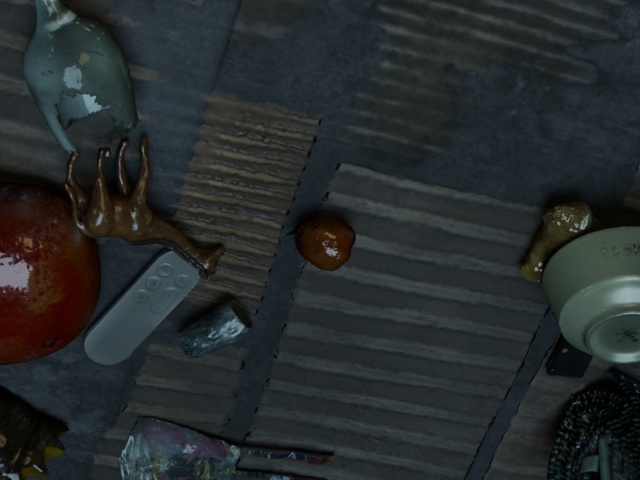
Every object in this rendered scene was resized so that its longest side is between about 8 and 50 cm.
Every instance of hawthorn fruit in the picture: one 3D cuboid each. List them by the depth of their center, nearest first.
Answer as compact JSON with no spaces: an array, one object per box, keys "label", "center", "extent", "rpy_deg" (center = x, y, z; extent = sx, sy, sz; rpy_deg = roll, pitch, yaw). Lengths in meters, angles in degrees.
[{"label":"hawthorn fruit","center":[0.000,0.000,1.857],"extent":[0.093,0.081,0.081],"rpy_deg":[20,118,-18]}]

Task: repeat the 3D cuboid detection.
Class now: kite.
[{"label":"kite","center":[-0.159,0.386,2.116],"extent":[0.360,0.022,0.204],"rpy_deg":[5,122,-9]}]

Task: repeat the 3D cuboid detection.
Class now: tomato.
[{"label":"tomato","center":[-0.471,0.071,1.784],"extent":[0.338,0.144,0.338],"rpy_deg":[-6,130,-7]}]

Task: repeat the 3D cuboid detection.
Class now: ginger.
[{"label":"ginger","center":[0.369,0.002,1.915],"extent":[0.096,0.067,0.165],"rpy_deg":[7,136,-17]}]

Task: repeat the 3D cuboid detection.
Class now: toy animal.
[{"label":"toy animal","center":[-0.246,-0.035,1.800],"extent":[0.224,0.066,0.230],"rpy_deg":[-17,107,-31]}]

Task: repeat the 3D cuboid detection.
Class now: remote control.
[{"label":"remote control","center":[-0.270,0.100,1.918],"extent":[0.077,0.022,0.245],"rpy_deg":[36,111,-23]}]

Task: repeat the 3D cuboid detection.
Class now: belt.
[{"label":"belt","center":[0.491,0.385,2.061],"extent":[0.206,0.295,0.160],"rpy_deg":[-30,130,31]}]

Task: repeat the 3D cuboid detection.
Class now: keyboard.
[{"label":"keyboard","center":[0.432,0.127,2.026],"extent":[0.072,0.023,0.231],"rpy_deg":[7,122,-20]}]

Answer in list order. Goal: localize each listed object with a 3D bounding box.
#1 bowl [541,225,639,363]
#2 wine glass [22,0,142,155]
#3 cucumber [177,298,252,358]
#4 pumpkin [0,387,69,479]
[{"label":"bowl","center":[0.451,0.097,1.876],"extent":[0.237,0.126,0.238],"rpy_deg":[2,139,2]},{"label":"wine glass","center":[-0.333,-0.268,1.611],"extent":[0.143,0.143,0.321],"rpy_deg":[-17,124,4]},{"label":"cucumber","center":[-0.163,0.138,1.932],"extent":[0.112,0.064,0.064],"rpy_deg":[-30,121,14]},{"label":"pumpkin","center":[-0.533,0.309,1.955],"extent":[0.253,0.130,0.149],"rpy_deg":[-10,123,1]}]
